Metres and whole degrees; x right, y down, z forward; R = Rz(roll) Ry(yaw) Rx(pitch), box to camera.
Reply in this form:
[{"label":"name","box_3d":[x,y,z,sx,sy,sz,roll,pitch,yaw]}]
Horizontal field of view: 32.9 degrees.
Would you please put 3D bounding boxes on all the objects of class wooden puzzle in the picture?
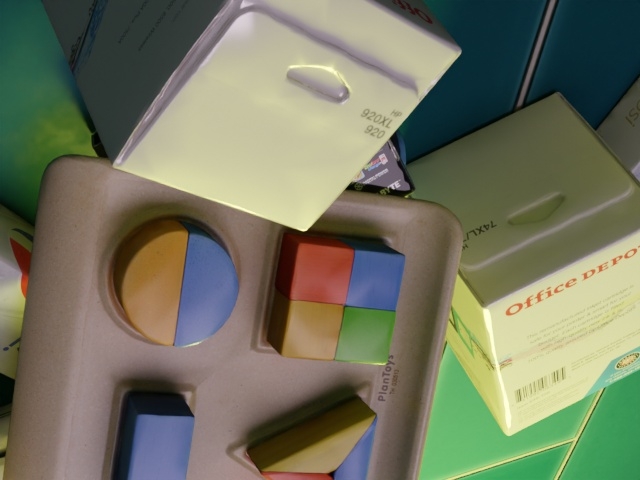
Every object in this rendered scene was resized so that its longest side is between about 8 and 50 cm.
[{"label":"wooden puzzle","box_3d":[-0.066,0.111,0.880,0.348,0.080,0.322,7,99,-15]}]

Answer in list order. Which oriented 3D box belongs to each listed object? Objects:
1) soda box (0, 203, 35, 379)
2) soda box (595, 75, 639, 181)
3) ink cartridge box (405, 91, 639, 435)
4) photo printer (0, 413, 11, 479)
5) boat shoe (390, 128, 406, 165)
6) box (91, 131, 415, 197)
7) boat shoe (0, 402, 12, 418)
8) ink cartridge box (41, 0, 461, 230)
[{"label":"soda box","box_3d":[-0.276,0.037,0.914,0.098,0.091,0.286,-36,142,7]},{"label":"soda box","box_3d":[0.386,-0.161,1.134,0.069,0.074,0.216,9,128,-39]},{"label":"ink cartridge box","box_3d":[0.224,0.030,1.141,0.198,0.197,0.270,-26,142,-5]},{"label":"photo printer","box_3d":[-0.228,0.247,1.061,0.256,0.107,0.307,-26,148,27]},{"label":"boat shoe","box_3d":[0.000,0.000,1.038,0.089,0.109,0.258,11,120,-22]},{"label":"box","box_3d":[-0.054,-0.065,0.915,0.220,0.051,0.175,-30,113,0]},{"label":"boat shoe","box_3d":[-0.334,0.200,1.100,0.142,0.040,0.049,-23,142,-9]},{"label":"ink cartridge box","box_3d":[-0.061,-0.156,0.723,0.171,0.232,0.168,17,122,-43]}]
